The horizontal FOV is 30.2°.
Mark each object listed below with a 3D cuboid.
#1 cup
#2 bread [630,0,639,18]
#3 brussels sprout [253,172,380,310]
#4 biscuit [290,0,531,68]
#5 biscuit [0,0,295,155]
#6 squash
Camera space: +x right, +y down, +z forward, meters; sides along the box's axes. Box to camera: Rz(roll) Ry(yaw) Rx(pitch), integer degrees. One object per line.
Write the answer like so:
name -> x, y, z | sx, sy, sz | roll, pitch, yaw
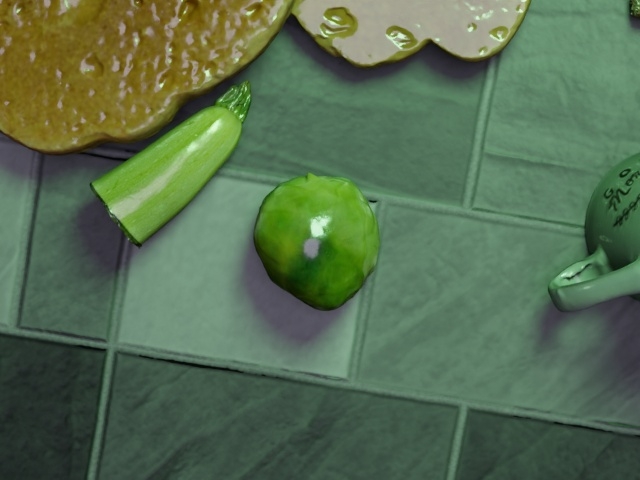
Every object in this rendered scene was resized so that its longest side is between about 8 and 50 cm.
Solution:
cup -> 0.377, 0.012, 1.305 | 0.258, 0.234, 0.186 | -30, 95, 4
bread -> 0.391, -0.312, 1.357 | 0.082, 0.060, 0.113 | -12, 94, 2
brussels sprout -> -0.003, -0.001, 1.348 | 0.152, 0.122, 0.149 | 23, 98, -2
biscuit -> 0.064, -0.338, 1.350 | 0.376, 0.051, 0.269 | 30, 95, 0
biscuit -> -0.238, -0.286, 1.325 | 0.455, 0.078, 0.349 | -19, 89, 8
squash -> -0.158, -0.101, 1.360 | 0.224, 0.094, 0.094 | -44, 95, -3
